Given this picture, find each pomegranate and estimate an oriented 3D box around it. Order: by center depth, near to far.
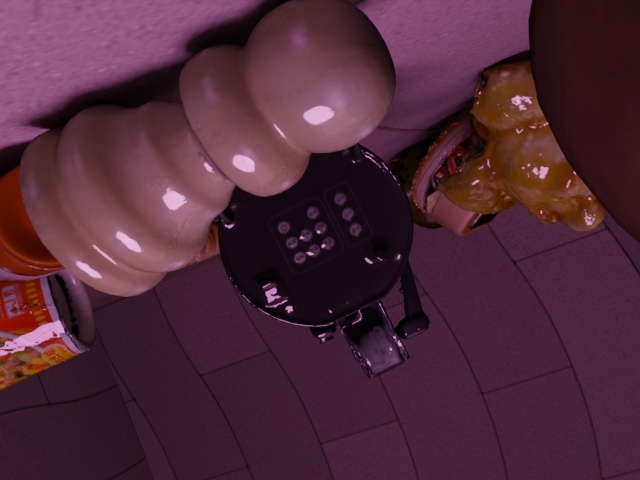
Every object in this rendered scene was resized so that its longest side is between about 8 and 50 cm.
[{"bbox_3d":[0.249,-0.133,1.667,0.231,0.230,0.286,-21,-170,-41],"label":"pomegranate"}]

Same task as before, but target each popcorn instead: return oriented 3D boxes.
[{"bbox_3d":[0.352,-0.146,1.098,0.326,0.290,0.321,-41,177,-1],"label":"popcorn"}]

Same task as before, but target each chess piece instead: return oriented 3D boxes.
[{"bbox_3d":[-0.066,-0.077,0.475,0.251,0.144,0.144,-29,177,18],"label":"chess piece"}]

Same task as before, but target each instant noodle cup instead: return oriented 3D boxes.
[{"bbox_3d":[-0.381,0.100,0.766,0.212,0.193,0.193,-18,179,-4],"label":"instant noodle cup"}]

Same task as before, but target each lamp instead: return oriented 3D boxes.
[{"bbox_3d":[-0.019,-0.036,0.798,0.205,0.374,0.272,-28,-149,0],"label":"lamp"}]

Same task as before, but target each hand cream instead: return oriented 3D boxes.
[{"bbox_3d":[-0.301,-0.004,0.630,0.140,0.089,0.314,-20,-172,-33],"label":"hand cream"}]

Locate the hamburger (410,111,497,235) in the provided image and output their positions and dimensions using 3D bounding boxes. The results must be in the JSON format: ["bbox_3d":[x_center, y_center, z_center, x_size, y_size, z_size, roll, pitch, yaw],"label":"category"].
[{"bbox_3d":[0.323,-0.149,1.399,0.302,0.170,0.302,-39,161,-16],"label":"hamburger"}]

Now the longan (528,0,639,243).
[{"bbox_3d":[0.304,-0.118,0.328,0.405,0.336,0.404,13,166,3],"label":"longan"}]

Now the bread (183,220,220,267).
[{"bbox_3d":[-0.264,0.006,1.458,0.119,0.084,0.177,-21,180,38],"label":"bread"}]
